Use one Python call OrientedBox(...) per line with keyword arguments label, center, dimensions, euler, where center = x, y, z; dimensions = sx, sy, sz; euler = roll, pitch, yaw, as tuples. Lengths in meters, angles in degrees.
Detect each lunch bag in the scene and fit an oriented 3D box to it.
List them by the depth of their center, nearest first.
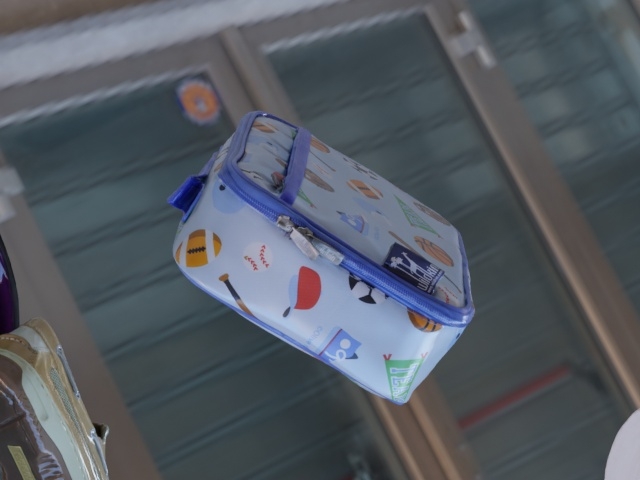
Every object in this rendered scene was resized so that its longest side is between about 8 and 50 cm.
OrientedBox(label="lunch bag", center=(0.000, 0.000, 1.228), dimensions=(0.115, 0.243, 0.303), euler=(-55, -174, 13))

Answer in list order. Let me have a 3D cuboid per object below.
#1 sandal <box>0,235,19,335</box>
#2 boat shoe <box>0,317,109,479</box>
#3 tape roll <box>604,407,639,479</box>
OrientedBox(label="sandal", center=(-0.249, 0.017, 0.964), dimensions=(0.107, 0.445, 0.167), euler=(8, -160, 1))
OrientedBox(label="boat shoe", center=(-0.148, 0.132, 0.896), dimensions=(0.068, 0.190, 0.072), euler=(7, -146, 27))
OrientedBox(label="tape roll", center=(0.422, 0.282, 1.544), dimensions=(0.100, 0.286, 0.286), euler=(-14, 167, -33))
